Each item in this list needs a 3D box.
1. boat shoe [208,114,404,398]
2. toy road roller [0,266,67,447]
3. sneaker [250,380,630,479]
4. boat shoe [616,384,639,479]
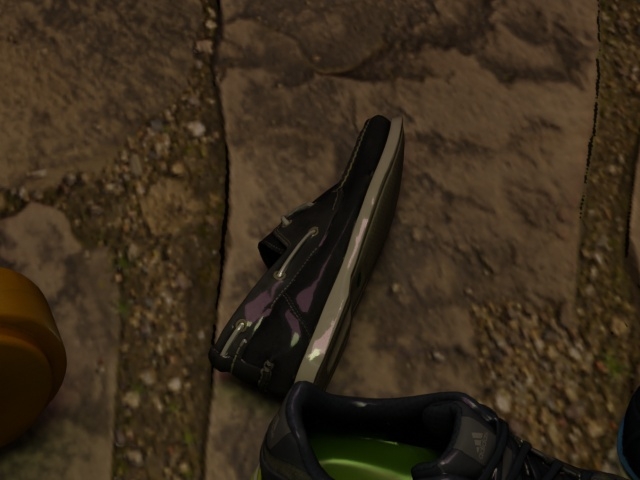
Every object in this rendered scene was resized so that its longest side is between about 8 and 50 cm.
[{"bbox_3d":[0.000,0.000,1.069,0.079,0.084,0.233,17,55,13],"label":"boat shoe"},{"bbox_3d":[-0.305,0.102,0.912,0.329,0.202,0.240,-18,60,-16],"label":"toy road roller"},{"bbox_3d":[0.100,0.152,0.918,0.300,0.121,0.111,8,51,6],"label":"sneaker"},{"bbox_3d":[0.300,0.147,0.944,0.258,0.089,0.109,13,52,10],"label":"boat shoe"}]
